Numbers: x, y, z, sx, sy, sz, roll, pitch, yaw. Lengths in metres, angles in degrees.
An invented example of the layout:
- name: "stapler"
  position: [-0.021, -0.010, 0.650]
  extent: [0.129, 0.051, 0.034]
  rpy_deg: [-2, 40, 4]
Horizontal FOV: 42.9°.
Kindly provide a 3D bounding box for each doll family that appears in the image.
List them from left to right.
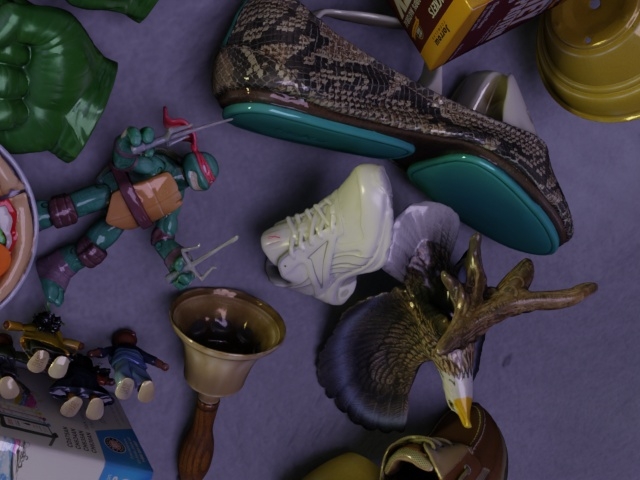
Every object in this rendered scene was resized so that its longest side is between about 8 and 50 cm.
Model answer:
- name: "doll family"
  position: [-0.247, 0.117, 0.809]
  extent: [0.193, 0.111, 0.076]
  rpy_deg: [28, 95, -27]

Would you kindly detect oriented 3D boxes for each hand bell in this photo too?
- name: "hand bell"
  position: [-0.127, 0.185, 0.911]
  extent: [0.126, 0.126, 0.241]
  rpy_deg: [2, 120, -27]

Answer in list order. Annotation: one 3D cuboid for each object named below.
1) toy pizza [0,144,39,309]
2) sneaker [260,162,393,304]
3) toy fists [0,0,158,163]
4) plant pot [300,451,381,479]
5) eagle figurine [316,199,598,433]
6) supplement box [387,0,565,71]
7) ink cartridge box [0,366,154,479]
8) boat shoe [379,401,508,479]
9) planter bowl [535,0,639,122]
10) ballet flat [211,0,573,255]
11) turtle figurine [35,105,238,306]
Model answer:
- name: "toy pizza"
  position: [-0.336, -0.008, 0.666]
  extent: [0.201, 0.032, 0.201]
  rpy_deg: [-5, 104, -21]
- name: "sneaker"
  position: [0.000, 0.000, 0.846]
  extent: [0.115, 0.090, 0.232]
  rpy_deg: [5, 146, -17]
- name: "toy fists"
  position: [-0.228, -0.206, 0.709]
  extent: [0.142, 0.096, 0.279]
  rpy_deg: [25, 96, -30]
- name: "plant pot"
  position: [0.033, 0.323, 1.018]
  extent: [0.095, 0.134, 0.134]
  rpy_deg: [-52, 125, -30]
- name: "eagle figurine"
  position: [0.133, 0.110, 0.944]
  extent: [0.227, 0.298, 0.225]
  rpy_deg: [22, 72, -6]
- name: "supplement box"
  position: [0.150, -0.308, 0.791]
  extent: [0.191, 0.129, 0.194]
  rpy_deg: [-29, 84, -15]
- name: "ink cartridge box"
  position: [-0.315, 0.223, 0.772]
  extent: [0.233, 0.171, 0.168]
  rpy_deg: [24, 95, -31]
- name: "boat shoe"
  position: [0.134, 0.292, 0.974]
  extent: [0.119, 0.123, 0.324]
  rpy_deg: [61, 34, -14]
- name: "planter bowl"
  position: [0.314, -0.244, 0.884]
  extent: [0.090, 0.217, 0.217]
  rpy_deg: [12, 102, -47]
- name: "ballet flat"
  position: [0.115, -0.137, 0.883]
  extent: [0.483, 0.164, 0.181]
  rpy_deg: [21, 78, -29]
- name: "turtle figurine"
  position: [-0.174, -0.031, 0.783]
  extent: [0.234, 0.118, 0.175]
  rpy_deg: [-26, 120, -4]
